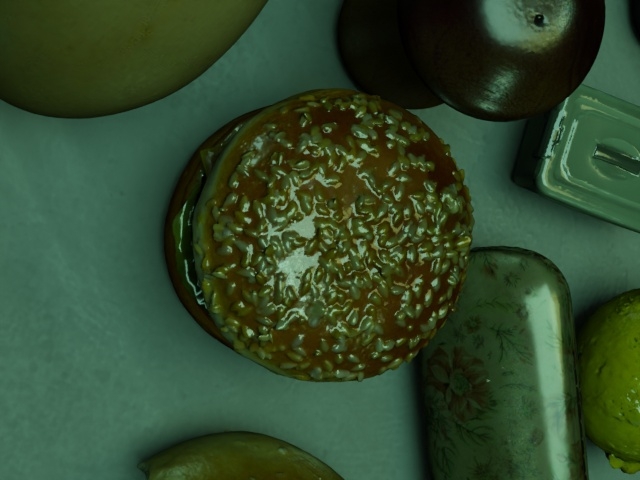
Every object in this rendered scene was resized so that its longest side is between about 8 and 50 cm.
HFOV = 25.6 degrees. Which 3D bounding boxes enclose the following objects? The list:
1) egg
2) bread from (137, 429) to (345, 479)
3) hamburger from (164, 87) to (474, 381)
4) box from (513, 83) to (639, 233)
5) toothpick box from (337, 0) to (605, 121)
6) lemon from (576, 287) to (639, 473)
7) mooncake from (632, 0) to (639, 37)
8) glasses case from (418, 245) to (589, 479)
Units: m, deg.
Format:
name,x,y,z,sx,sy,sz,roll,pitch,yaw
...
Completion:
name,x,y,z,sx,sy,sz,roll,pitch,yaw
egg,-0.171,-0.279,1.173,0.301,0.301,0.374,33,85,-18
bread,-0.027,0.320,1.327,0.192,0.171,0.314,-21,100,-14
hamburger,0.000,0.000,1.292,0.291,0.225,0.291,-1,93,-23
box,0.285,-0.083,1.457,0.172,0.093,0.124,20,86,-20
toothpick box,0.129,-0.203,1.287,0.192,0.294,0.192,-1,94,-19
lemon,0.339,0.142,1.447,0.173,0.173,0.206,15,92,-20
mooncake,0.479,-0.268,1.495,0.283,0.141,0.283,-2,95,-22
glasses case,0.188,0.217,1.413,0.156,0.098,0.425,-4,95,23
